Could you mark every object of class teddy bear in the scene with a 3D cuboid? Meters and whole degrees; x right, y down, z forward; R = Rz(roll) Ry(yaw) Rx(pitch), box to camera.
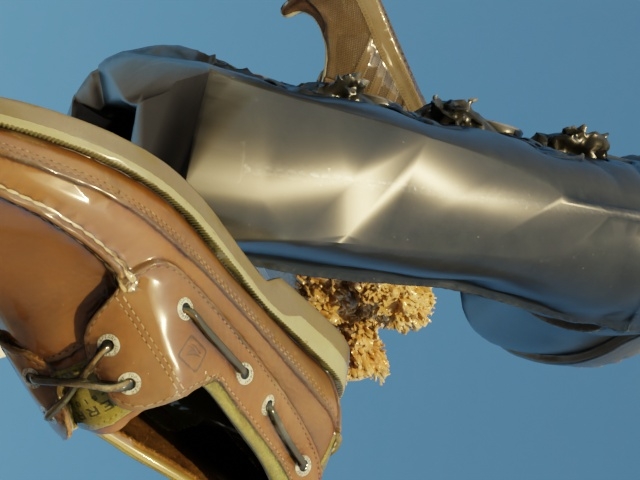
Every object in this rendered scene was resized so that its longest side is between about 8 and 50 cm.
[{"bbox_3d":[0.000,0.000,1.700,0.113,0.338,0.245,-37,-135,-22],"label":"teddy bear"}]

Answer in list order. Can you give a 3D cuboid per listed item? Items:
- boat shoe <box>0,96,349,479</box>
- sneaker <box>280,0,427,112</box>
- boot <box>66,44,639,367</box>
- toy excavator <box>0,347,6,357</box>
[{"bbox_3d":[-0.091,0.041,0.896,0.110,0.307,0.104,-19,-130,38],"label":"boat shoe"},{"bbox_3d":[0.035,-0.105,1.374,0.071,0.066,0.188,-22,-83,7],"label":"sneaker"},{"bbox_3d":[0.041,-0.009,1.201,0.367,0.445,0.146,-18,-110,61],"label":"boot"},{"bbox_3d":[-0.498,0.123,2.090,0.445,0.433,0.222,-2,-81,61],"label":"toy excavator"}]
